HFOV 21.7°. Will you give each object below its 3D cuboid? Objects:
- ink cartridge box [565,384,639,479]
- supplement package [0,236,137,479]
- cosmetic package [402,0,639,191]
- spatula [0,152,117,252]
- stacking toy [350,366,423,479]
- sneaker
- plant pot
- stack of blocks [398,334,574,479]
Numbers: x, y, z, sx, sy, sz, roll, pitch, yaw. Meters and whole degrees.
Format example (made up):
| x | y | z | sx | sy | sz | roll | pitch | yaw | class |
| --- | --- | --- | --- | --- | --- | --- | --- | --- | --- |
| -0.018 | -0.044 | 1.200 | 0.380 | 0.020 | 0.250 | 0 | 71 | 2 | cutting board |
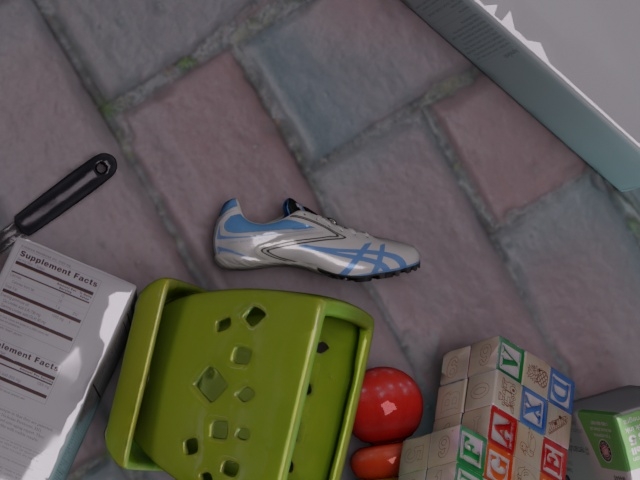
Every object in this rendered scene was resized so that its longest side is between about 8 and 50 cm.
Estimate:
| x | y | z | sx | sy | sz | roll | pitch | yaw | class |
| --- | --- | --- | --- | --- | --- | --- | --- | --- | --- |
| 0.368 | 0.307 | 1.850 | 0.115 | 0.198 | 0.272 | -14 | 90 | -15 | ink cartridge box |
| -0.293 | 0.142 | 1.703 | 0.134 | 0.139 | 0.244 | 23 | 76 | 1 | supplement package |
| 0.292 | -0.257 | 1.891 | 0.385 | 0.156 | 0.217 | 42 | 78 | -10 | cosmetic package |
| -0.338 | -0.001 | 1.773 | 0.296 | 0.030 | 0.084 | -38 | 96 | -13 | spatula |
| 0.083 | 0.302 | 1.818 | 0.141 | 0.141 | 0.330 | -7 | 84 | -15 | stacking toy |
| 0.000 | 0.000 | 1.833 | 0.237 | 0.085 | 0.086 | 6 | 90 | -15 | sneaker |
| -0.086 | 0.157 | 1.720 | 0.207 | 0.227 | 0.228 | 11 | 85 | 16 | plant pot |
| 0.173 | 0.257 | 1.779 | 0.171 | 0.087 | 0.297 | 33 | 53 | -32 | stack of blocks |
